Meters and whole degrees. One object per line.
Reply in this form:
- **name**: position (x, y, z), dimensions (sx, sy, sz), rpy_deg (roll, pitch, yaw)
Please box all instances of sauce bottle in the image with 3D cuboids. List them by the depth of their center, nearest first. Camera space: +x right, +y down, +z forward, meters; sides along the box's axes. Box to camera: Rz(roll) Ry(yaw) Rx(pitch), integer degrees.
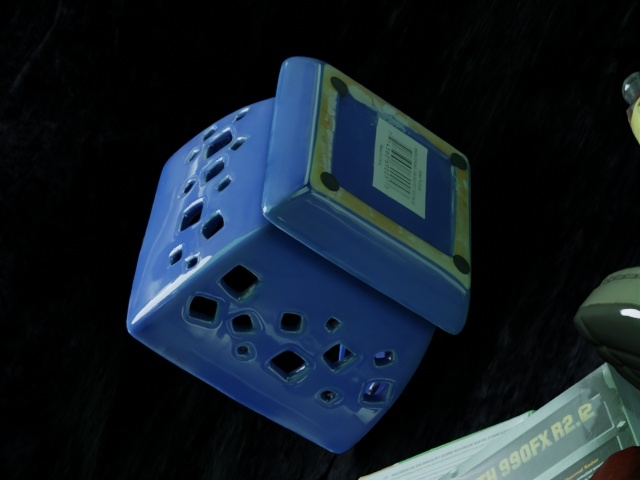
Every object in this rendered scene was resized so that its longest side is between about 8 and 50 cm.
- **sauce bottle**: position (0.233, -0.081, 1.146), dimensions (0.042, 0.042, 0.128), rpy_deg (-57, 20, 21)

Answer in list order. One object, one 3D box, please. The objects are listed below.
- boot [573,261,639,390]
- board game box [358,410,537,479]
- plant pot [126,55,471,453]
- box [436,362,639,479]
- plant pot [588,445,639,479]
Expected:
- **boot**: position (0.246, -0.024, 0.611), dimensions (0.284, 0.138, 0.377), rpy_deg (-51, -23, 6)
- **board game box**: position (0.062, 0.286, 1.073), dimensions (0.242, 0.064, 0.316), rpy_deg (-34, 34, 59)
- **plant pot**: position (0.000, 0.000, 1.415), dimensions (0.212, 0.236, 0.236), rpy_deg (-43, 26, 34)
- **box**: position (0.107, 0.203, 0.921), dimensions (0.231, 0.056, 0.183), rpy_deg (-38, 36, 20)
- **plant pot**: position (0.126, 0.229, 0.550), dimensions (0.267, 0.267, 0.236), rpy_deg (-56, 6, 24)
